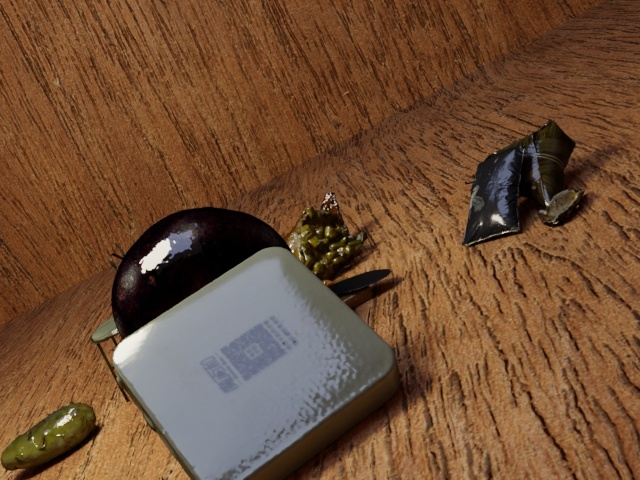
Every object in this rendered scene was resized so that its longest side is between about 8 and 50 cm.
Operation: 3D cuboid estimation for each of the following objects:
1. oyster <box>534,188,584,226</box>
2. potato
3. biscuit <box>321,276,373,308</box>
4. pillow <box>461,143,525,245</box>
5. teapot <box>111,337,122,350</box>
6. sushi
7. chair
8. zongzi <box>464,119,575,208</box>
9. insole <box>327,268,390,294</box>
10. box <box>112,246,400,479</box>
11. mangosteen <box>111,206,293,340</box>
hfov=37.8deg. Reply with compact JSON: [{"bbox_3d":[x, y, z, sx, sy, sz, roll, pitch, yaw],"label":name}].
[{"bbox_3d":[0.479,-0.067,1.820,0.132,0.029,0.086,-29,20,-12],"label":"oyster"},{"bbox_3d":[-0.595,0.433,2.052,0.226,0.090,0.117,-31,14,-10],"label":"potato"},{"bbox_3d":[0.013,0.130,2.023,0.239,0.041,0.212,-20,16,37],"label":"biscuit"},{"bbox_3d":[0.360,-0.092,1.937,0.141,0.055,0.208,-19,49,44],"label":"pillow"},{"bbox_3d":[-0.447,0.276,2.313,0.173,0.116,0.116,16,40,33],"label":"teapot"},{"bbox_3d":[0.000,0.003,2.284,0.179,0.167,0.296,-48,-4,32],"label":"sushi"},{"bbox_3d":[-0.453,0.187,2.150,0.170,0.325,0.160,-28,14,5],"label":"chair"},{"bbox_3d":[0.414,-0.114,2.004,0.248,0.111,0.241,-29,28,44],"label":"zongzi"},{"bbox_3d":[0.034,0.104,1.994,0.253,0.005,0.086,-19,16,19],"label":"insole"},{"bbox_3d":[-0.110,0.212,1.530,0.373,0.090,0.367,-34,50,-17],"label":"box"},{"bbox_3d":[-0.204,0.124,1.845,0.382,0.382,0.435,-33,28,-16],"label":"mangosteen"}]
